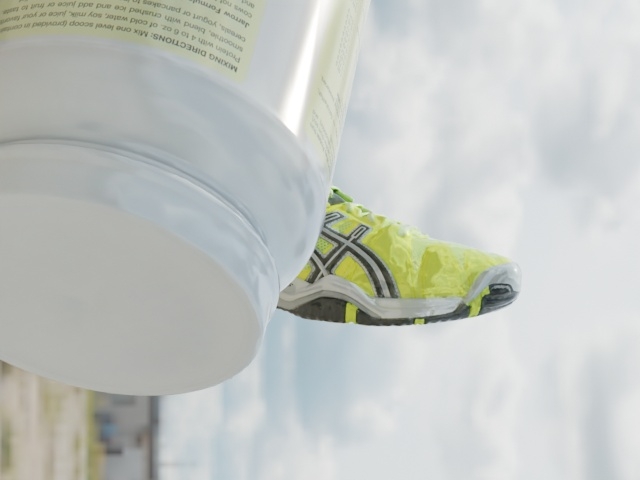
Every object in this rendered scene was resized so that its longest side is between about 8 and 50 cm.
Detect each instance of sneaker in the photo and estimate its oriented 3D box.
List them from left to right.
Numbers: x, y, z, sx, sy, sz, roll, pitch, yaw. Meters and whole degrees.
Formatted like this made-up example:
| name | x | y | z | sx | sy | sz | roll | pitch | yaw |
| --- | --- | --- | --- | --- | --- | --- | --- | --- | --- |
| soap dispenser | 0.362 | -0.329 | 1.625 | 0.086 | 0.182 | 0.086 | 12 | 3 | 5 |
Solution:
| name | x | y | z | sx | sy | sz | roll | pitch | yaw |
| --- | --- | --- | --- | --- | --- | --- | --- | --- | --- |
| sneaker | 0.000 | 0.000 | 1.870 | 0.145 | 0.384 | 0.147 | 7 | 90 | -79 |

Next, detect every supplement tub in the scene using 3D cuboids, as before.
| name | x | y | z | sx | sy | sz | roll | pitch | yaw |
| --- | --- | --- | --- | --- | --- | --- | --- | --- | --- |
| supplement tub | -0.099 | -0.098 | 1.162 | 0.235 | 0.235 | 0.325 | 100 | 2 | -56 |
